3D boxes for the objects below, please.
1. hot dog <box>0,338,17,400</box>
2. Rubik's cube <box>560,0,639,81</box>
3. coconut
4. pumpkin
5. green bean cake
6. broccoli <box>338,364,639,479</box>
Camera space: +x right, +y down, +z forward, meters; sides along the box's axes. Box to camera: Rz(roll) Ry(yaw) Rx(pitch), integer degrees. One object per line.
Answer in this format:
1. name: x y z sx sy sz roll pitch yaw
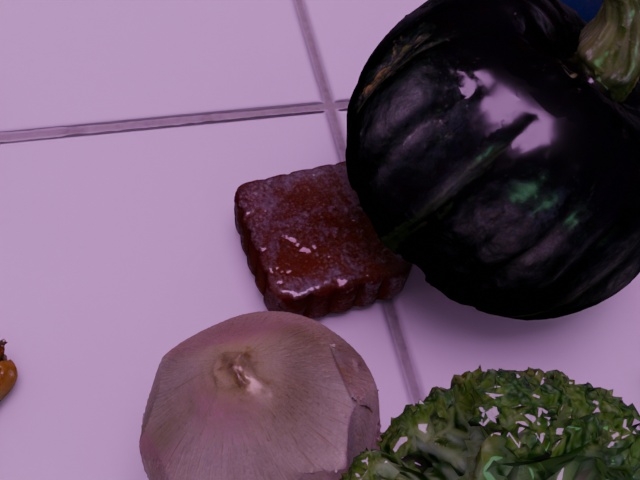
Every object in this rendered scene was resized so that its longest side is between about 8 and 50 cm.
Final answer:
1. hot dog: -0.286 0.125 0.630 0.056 0.041 0.133 22 54 28
2. Rubik's cube: 0.349 -0.248 0.834 0.259 0.260 0.255 24 57 6
3. coconut: -0.036 0.129 0.571 0.170 0.183 0.171 -1 54 1
4. pumpkin: 0.181 -0.092 0.687 0.295 0.296 0.296 3 56 -5
5. green bean cake: 0.000 0.000 0.743 0.135 0.056 0.136 -14 58 -15
6. broccoli: 0.107 0.244 0.440 0.413 0.310 0.321 22 50 -21
